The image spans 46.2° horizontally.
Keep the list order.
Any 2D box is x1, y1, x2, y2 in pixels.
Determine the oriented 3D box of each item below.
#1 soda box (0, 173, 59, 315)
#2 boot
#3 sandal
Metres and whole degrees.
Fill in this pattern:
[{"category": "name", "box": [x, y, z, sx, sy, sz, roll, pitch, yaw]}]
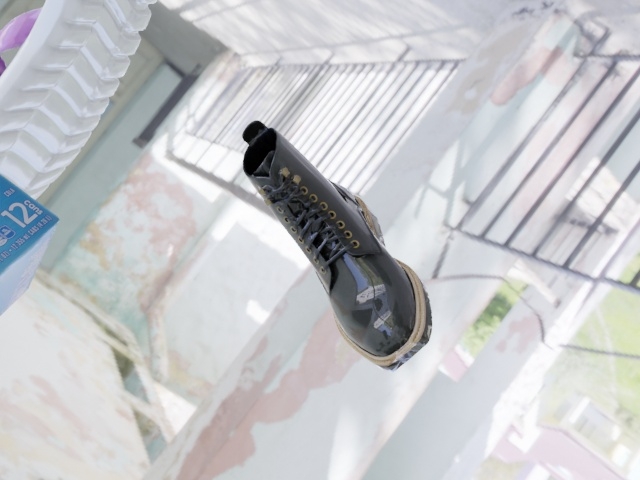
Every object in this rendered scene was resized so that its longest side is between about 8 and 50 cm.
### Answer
[{"category": "soda box", "box": [-0.203, 0.045, 0.296, 0.071, 0.210, 0.067, 38, 131, -4]}, {"category": "boot", "box": [0.000, 0.000, 0.568, 0.137, 0.077, 0.198, 42, -170, -35]}, {"category": "sandal", "box": [-0.275, -0.186, 0.751, 0.102, 0.416, 0.169, 35, -175, 10]}]
